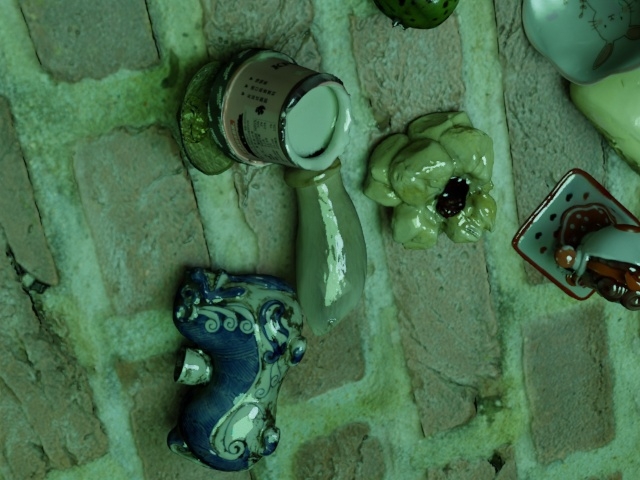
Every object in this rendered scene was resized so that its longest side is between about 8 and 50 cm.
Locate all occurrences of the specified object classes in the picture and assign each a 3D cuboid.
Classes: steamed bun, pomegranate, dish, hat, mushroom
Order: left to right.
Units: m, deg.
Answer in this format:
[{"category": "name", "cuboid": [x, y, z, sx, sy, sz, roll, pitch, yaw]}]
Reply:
[{"category": "hat", "cuboid": [-0.158, -0.158, 1.477, 0.146, 0.067, 0.146, -20, 114, -55]}, {"category": "mushroom", "cuboid": [0.010, 0.002, 1.577, 0.108, 0.096, 0.246, -11, 110, -18]}, {"category": "pomegranate", "cuboid": [0.132, -0.339, 1.469, 0.122, 0.122, 0.161, 45, 69, -28]}, {"category": "steamed bun", "cuboid": [0.158, -0.074, 1.588, 0.192, 0.106, 0.177, -15, 114, -10]}, {"category": "dish", "cuboid": [0.377, -0.321, 1.527, 0.081, 0.229, 0.229, -16, 119, -42]}, {"category": "steamed bun", "cuboid": [0.495, -0.205, 1.612, 0.232, 0.166, 0.273, -46, 118, 6]}]

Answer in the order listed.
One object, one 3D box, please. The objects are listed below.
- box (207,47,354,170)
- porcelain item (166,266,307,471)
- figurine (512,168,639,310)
[{"category": "box", "cuboid": [-0.043, -0.157, 1.440, 0.151, 0.135, 0.151, -17, 116, -39]}, {"category": "porcelain item", "cuboid": [-0.130, 0.179, 1.584, 0.186, 0.138, 0.288, 14, 106, -12]}, {"category": "figurine", "cuboid": [0.427, 0.032, 1.655, 0.183, 0.226, 0.160, 36, 96, -27]}]
